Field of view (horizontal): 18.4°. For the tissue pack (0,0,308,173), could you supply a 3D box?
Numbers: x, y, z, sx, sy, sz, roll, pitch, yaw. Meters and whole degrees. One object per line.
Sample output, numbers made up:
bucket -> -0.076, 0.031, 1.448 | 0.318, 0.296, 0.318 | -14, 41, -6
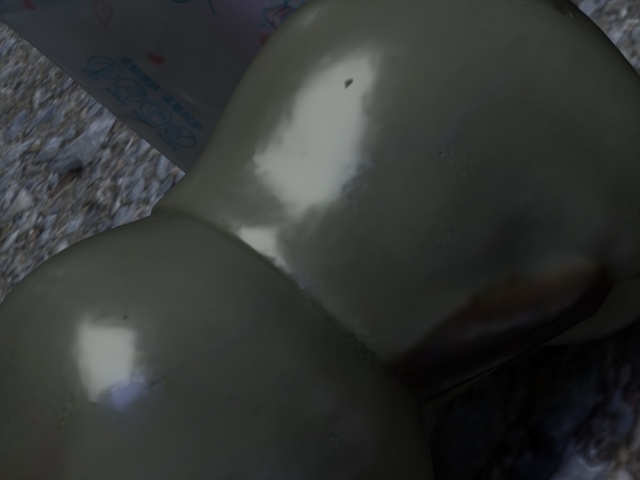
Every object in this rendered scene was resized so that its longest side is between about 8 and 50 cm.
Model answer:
tissue pack -> -0.056, -0.142, 1.135 | 0.201, 0.271, 0.124 | -22, 39, 42

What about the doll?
doll -> 0.007, 0.023, 0.894 | 0.370, 0.226, 0.215 | -50, 40, -11
